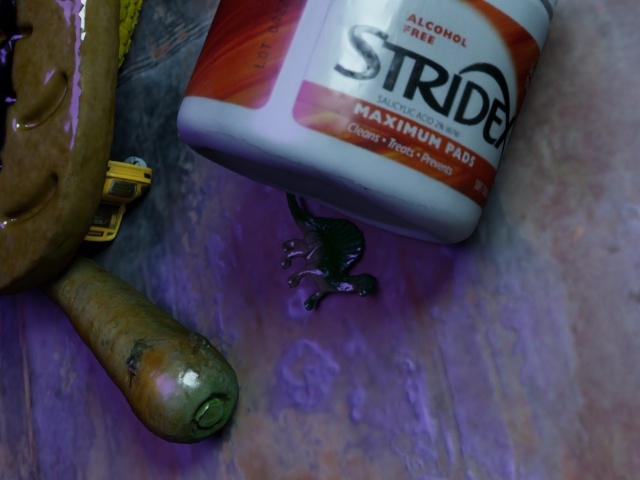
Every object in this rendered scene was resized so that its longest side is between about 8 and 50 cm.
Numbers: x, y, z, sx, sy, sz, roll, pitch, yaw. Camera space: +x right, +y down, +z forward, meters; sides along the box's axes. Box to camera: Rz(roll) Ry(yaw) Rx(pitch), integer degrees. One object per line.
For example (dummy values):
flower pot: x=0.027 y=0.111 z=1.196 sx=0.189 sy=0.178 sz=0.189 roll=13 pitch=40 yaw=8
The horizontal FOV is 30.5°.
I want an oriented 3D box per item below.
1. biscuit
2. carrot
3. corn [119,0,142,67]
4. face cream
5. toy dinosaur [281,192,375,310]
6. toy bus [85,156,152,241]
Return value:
biscuit: x=-0.283 y=-0.140 z=0.952 sx=0.314 sy=0.063 sz=0.368 roll=3 pitch=91 yaw=38
carrot: x=-0.169 y=0.059 z=0.918 sx=0.298 sy=0.078 sz=0.078 roll=33 pitch=96 yaw=42
corn: x=-0.198 y=-0.269 z=1.007 sx=0.119 sy=0.119 sz=0.322 roll=1 pitch=76 yaw=36
face cream: x=0.031 y=-0.115 z=0.742 sx=0.201 sy=0.201 sz=0.187 roll=19 pitch=87 yaw=38
toy dinosaur: x=0.000 y=0.001 z=0.845 sx=0.060 sy=0.029 sz=0.120 roll=-25 pitch=56 yaw=9
toy bus: x=-0.217 y=-0.036 z=0.977 sx=0.162 sy=0.069 sz=0.074 roll=-1 pitch=84 yaw=38
